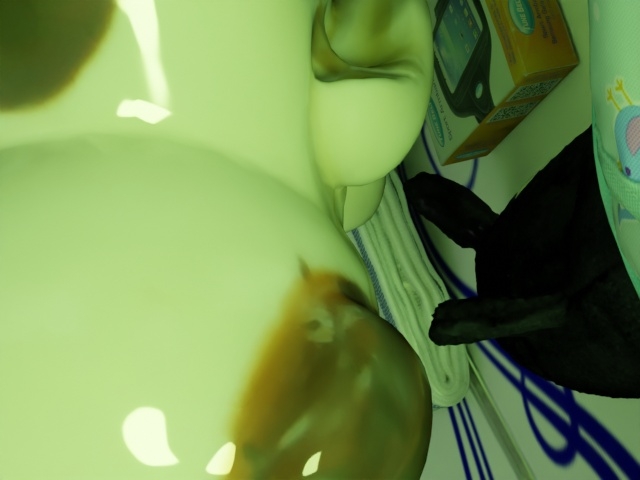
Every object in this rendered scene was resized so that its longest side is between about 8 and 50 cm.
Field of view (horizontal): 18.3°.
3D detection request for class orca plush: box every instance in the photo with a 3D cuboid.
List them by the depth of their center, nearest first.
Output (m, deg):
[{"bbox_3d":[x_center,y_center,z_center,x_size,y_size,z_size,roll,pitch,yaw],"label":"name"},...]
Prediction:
[{"bbox_3d":[0.080,0.002,0.745,0.287,0.102,0.151,-155,53,-69],"label":"orca plush"}]

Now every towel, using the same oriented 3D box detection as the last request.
[{"bbox_3d":[0.000,0.000,1.097,0.285,0.034,0.209,153,96,-75],"label":"towel"}]

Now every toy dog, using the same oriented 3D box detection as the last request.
[{"bbox_3d":[-0.078,-0.063,0.730,0.395,0.285,0.408,86,176,-82],"label":"toy dog"}]

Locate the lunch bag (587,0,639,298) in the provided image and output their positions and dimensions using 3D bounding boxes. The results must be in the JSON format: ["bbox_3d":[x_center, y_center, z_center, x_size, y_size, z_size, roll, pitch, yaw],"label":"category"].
[{"bbox_3d":[0.161,-0.027,0.457,0.279,0.108,0.224,-130,32,-56],"label":"lunch bag"}]

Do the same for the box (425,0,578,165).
[{"bbox_3d":[0.065,-0.087,0.856,0.136,0.028,0.081,132,123,-67],"label":"box"}]
